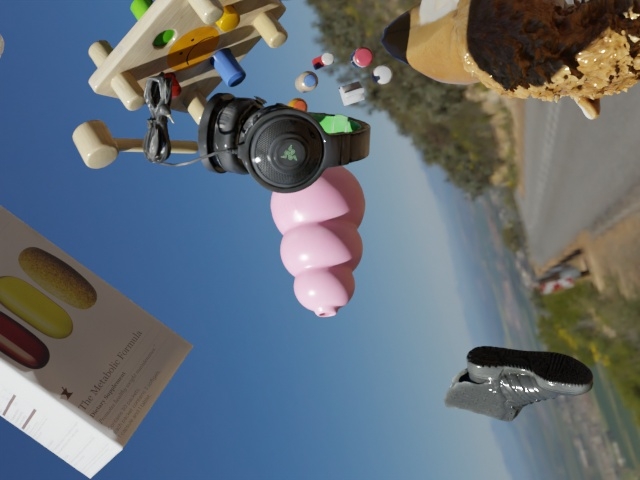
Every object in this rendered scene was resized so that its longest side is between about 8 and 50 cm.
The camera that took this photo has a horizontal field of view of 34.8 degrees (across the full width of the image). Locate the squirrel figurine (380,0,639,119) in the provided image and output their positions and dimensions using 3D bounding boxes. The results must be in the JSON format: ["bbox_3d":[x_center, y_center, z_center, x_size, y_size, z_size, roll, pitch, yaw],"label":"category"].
[{"bbox_3d":[0.358,-0.309,1.609,0.371,0.281,0.397,21,-159,-26],"label":"squirrel figurine"}]

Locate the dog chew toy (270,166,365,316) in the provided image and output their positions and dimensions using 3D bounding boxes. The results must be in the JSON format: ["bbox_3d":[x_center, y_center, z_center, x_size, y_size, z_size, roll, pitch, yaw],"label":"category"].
[{"bbox_3d":[0.000,0.000,2.198,0.206,0.207,0.331,57,-153,-69],"label":"dog chew toy"}]

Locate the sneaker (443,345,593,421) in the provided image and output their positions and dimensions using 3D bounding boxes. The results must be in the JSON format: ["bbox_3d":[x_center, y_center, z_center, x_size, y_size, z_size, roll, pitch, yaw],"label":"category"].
[{"bbox_3d":[0.223,0.168,1.157,0.051,0.170,0.089,-55,-35,-47],"label":"sneaker"}]

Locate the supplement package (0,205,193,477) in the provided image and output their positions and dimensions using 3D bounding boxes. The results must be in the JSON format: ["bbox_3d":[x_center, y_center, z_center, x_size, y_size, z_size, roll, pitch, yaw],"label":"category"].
[{"bbox_3d":[-0.280,0.105,1.034,0.244,0.134,0.139,36,-125,-6],"label":"supplement package"}]

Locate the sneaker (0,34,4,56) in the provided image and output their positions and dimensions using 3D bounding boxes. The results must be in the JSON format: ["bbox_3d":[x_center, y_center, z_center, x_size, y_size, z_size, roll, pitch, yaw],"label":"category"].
[{"bbox_3d":[-0.815,-0.363,2.134,0.130,0.323,0.236,69,-158,-3],"label":"sneaker"}]

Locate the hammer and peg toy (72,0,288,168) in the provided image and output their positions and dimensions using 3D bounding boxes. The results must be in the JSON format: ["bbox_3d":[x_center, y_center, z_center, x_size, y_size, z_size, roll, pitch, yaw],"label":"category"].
[{"bbox_3d":[-0.237,-0.273,1.618,0.127,0.361,0.266,54,-157,19],"label":"hammer and peg toy"}]

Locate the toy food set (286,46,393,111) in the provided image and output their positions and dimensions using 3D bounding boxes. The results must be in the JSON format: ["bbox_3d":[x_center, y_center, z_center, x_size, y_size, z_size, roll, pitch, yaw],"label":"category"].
[{"bbox_3d":[0.035,-0.326,2.058,0.104,0.232,0.111,-148,40,-81],"label":"toy food set"}]

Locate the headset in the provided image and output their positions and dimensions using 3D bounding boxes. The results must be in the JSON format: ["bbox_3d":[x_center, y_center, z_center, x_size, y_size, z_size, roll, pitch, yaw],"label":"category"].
[{"bbox_3d":[-0.099,-0.179,1.571,0.243,0.394,0.185,19,114,45],"label":"headset"}]
